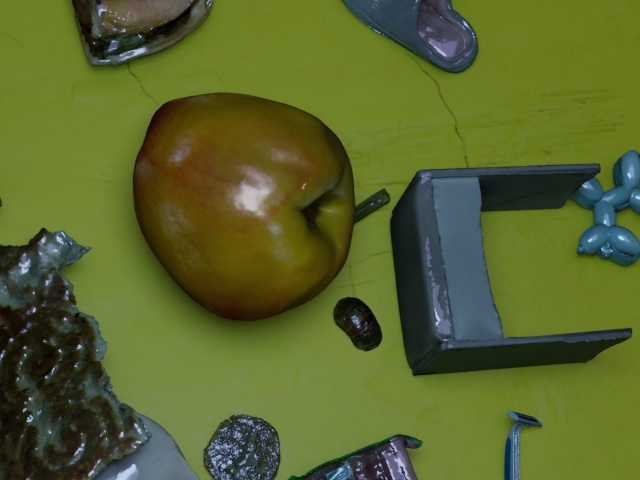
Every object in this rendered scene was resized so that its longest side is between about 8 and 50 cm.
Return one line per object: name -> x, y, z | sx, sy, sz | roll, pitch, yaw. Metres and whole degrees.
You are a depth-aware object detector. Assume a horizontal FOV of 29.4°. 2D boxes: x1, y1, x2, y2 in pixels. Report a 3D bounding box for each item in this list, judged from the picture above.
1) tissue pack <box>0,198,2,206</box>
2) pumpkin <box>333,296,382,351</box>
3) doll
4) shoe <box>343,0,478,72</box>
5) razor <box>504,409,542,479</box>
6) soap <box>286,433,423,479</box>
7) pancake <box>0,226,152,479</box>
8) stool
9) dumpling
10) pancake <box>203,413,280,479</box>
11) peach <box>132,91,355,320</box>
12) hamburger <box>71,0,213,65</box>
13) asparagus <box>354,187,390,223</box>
tissue pack -> -0.541, -0.112, 1.591 | 0.183, 0.092, 0.226 | -16, 73, -37
pumpkin -> 0.055, 0.112, 1.675 | 0.050, 0.028, 0.083 | -38, 86, -21
doll -> 0.422, -0.041, 1.772 | 0.159, 0.059, 0.159 | -24, 77, -18
shoe -> 0.134, -0.350, 1.804 | 0.251, 0.100, 0.103 | 38, 71, 1
razor -> 0.265, 0.327, 1.636 | 0.068, 0.037, 0.191 | 20, 68, -48
soap -> 0.070, 0.403, 1.543 | 0.217, 0.098, 0.273 | -18, 76, -15
pancake -> -0.377, 0.184, 1.511 | 0.304, 0.067, 0.427 | -27, 57, 3
stool -> 0.247, 0.041, 1.656 | 0.269, 0.170, 0.244 | -2, 73, -11
dumpling -> -0.255, 0.288, 1.506 | 0.250, 0.132, 0.162 | 34, 72, 7
pancake -> -0.099, 0.279, 1.598 | 0.108, 0.017, 0.108 | 4, 71, -12
peach -> -0.106, -0.051, 1.574 | 0.307, 0.289, 0.289 | 11, 65, 34
hamburger -> -0.246, -0.331, 1.733 | 0.207, 0.135, 0.155 | -14, 90, -28
asparagus -> 0.000, 0.000, 1.704 | 0.248, 0.025, 0.024 | -35, 123, -19
